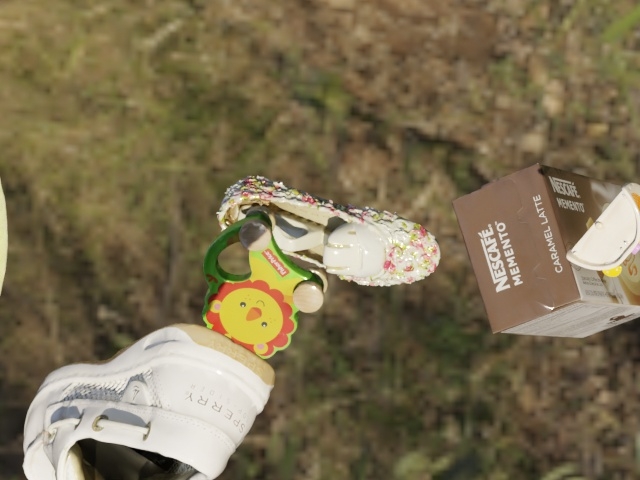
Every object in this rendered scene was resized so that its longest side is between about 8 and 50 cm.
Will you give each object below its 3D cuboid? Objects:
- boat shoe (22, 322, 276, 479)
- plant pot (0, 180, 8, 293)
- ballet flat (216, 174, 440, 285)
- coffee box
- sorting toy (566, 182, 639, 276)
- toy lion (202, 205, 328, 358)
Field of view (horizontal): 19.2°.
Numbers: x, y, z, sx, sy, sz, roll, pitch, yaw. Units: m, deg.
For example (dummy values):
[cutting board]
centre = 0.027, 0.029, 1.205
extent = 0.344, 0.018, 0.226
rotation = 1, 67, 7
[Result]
[boat shoe]
centre = -0.126, 0.131, 1.150
extent = 0.277, 0.098, 0.096
rotation = -36, 29, 57
[plant pot]
centre = -0.353, -0.012, 1.149
extent = 0.254, 0.276, 0.276
rotation = -163, 77, -67
[ballet flat]
centre = 0.000, 0.000, 1.917
extent = 0.241, 0.077, 0.091
rotation = 15, 115, 22
[coffee box]
centre = 0.237, 0.014, 1.870
extent = 0.098, 0.246, 0.141
rotation = -23, 76, 24
[sorting toy]
centre = 0.254, -0.013, 1.562
extent = 0.045, 0.075, 0.083
rotation = 42, 124, 9
[toy lion]
centre = -0.051, 0.037, 1.400
extent = 0.096, 0.100, 0.034
rotation = -34, 18, 20
